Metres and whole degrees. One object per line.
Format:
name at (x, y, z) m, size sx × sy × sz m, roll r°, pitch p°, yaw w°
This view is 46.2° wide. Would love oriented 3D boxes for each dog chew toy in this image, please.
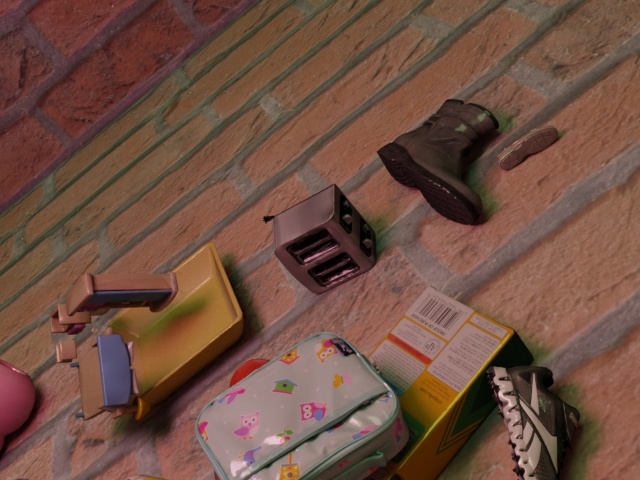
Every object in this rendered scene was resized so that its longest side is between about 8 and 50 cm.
dog chew toy at (-0.841, 0.449, 1.804) m, size 0.207 × 0.206 × 0.332 m, roll 14°, pitch 69°, yaw 50°

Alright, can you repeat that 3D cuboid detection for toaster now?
toaster at (0.000, 0.000, 1.503) m, size 0.186 × 0.168 × 0.110 m, roll -27°, pitch 37°, yaw 19°

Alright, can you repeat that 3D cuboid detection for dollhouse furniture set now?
dollhouse furniture set at (-0.422, 0.249, 1.590) m, size 0.286 × 0.198 × 0.303 m, roll -35°, pitch 60°, yaw 48°

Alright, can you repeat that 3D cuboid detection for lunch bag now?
lunch bag at (-0.021, 0.266, 1.071) m, size 0.279 × 0.108 × 0.224 m, roll -31°, pitch 39°, yaw -14°

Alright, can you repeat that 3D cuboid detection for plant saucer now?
plant saucer at (-0.313, 0.201, 1.663) m, size 0.333 × 0.081 × 0.332 m, roll -39°, pitch 34°, yaw 4°

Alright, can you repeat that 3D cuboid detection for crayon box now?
crayon box at (0.147, 0.243, 1.169) m, size 0.323 × 0.083 × 0.203 m, roll -47°, pitch 35°, yaw -10°

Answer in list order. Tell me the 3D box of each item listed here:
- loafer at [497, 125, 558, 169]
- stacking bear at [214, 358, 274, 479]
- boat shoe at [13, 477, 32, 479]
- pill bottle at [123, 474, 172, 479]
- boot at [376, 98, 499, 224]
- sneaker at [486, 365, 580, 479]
loafer at (0.394, -0.185, 1.441) m, size 0.125 × 0.045 × 0.039 m, roll -34°, pitch 28°, yaw 15°
stacking bear at (-0.102, 0.321, 1.267) m, size 0.175 × 0.164 × 0.289 m, roll -30°, pitch 31°, yaw 15°
boat shoe at (-0.678, 0.586, 1.587) m, size 0.320 × 0.103 × 0.118 m, roll -31°, pitch 54°, yaw 24°
pill bottle at (-0.258, 0.470, 1.276) m, size 0.215 × 0.117 × 0.117 m, roll -7°, pitch 47°, yaw 40°
boot at (0.272, -0.180, 1.498) m, size 0.223 × 0.118 × 0.338 m, roll -37°, pitch 38°, yaw -4°
sneaker at (0.300, 0.263, 0.999) m, size 0.106 × 0.078 × 0.234 m, roll -14°, pitch 50°, yaw 7°
